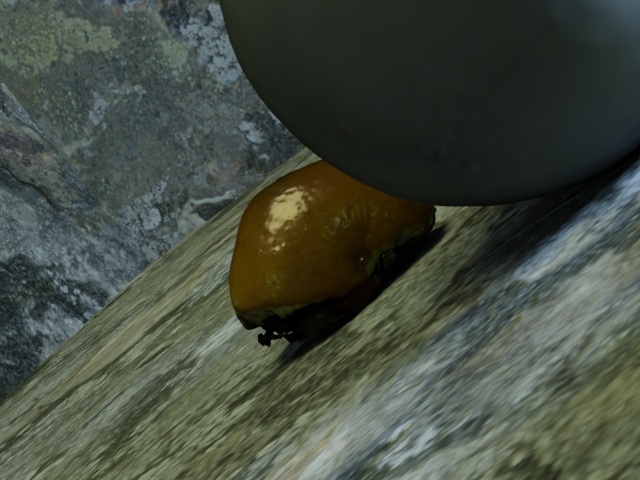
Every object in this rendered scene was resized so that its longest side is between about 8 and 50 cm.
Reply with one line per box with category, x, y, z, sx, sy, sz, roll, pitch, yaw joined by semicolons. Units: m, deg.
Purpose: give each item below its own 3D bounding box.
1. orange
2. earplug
orange;0.000;0.000;1.294;0.160;0.112;0.170;-36;17;18
earplug;0.102;-0.185;1.093;0.312;0.312;0.394;-36;8;28
